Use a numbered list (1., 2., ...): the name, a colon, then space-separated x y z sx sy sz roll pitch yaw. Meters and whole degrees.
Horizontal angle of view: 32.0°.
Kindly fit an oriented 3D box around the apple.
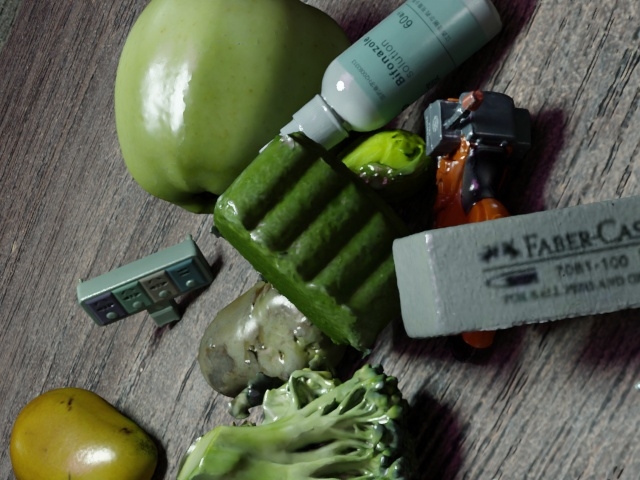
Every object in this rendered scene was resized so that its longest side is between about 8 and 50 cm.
1. apple: -0.122 -0.203 1.626 0.357 0.357 0.357 -29 52 44

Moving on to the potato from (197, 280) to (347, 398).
1. potato: -0.066 0.132 1.553 0.262 0.165 0.165 -21 57 43

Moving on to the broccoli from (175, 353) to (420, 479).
1. broccoli: -0.018 0.302 1.356 0.324 0.272 0.334 -45 8 -39

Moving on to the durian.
1. durian: 0.075 -0.083 1.484 0.250 0.101 0.139 -17 28 52

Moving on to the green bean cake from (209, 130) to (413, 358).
1. green bean cake: 0.000 0.000 1.329 0.156 0.247 0.250 -47 2 -10

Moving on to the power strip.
1. power strip: -0.286 0.085 1.884 0.216 0.145 0.061 -21 48 3

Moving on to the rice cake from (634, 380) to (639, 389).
1. rice cake: 0.377 0.102 1.034 0.206 0.069 0.063 -54 41 26

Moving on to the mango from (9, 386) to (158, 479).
1. mango: -0.402 0.365 1.890 0.317 0.173 0.211 9 75 43

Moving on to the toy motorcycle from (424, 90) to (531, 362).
1. toy motorcycle: 0.188 -0.029 1.299 0.221 0.148 0.325 136 137 -67

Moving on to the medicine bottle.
1. medicine bottle: 0.070 -0.209 1.460 0.352 0.110 0.110 -39 40 3

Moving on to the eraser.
1. eraser: 0.241 0.024 1.118 0.353 0.077 0.111 -10 87 16
